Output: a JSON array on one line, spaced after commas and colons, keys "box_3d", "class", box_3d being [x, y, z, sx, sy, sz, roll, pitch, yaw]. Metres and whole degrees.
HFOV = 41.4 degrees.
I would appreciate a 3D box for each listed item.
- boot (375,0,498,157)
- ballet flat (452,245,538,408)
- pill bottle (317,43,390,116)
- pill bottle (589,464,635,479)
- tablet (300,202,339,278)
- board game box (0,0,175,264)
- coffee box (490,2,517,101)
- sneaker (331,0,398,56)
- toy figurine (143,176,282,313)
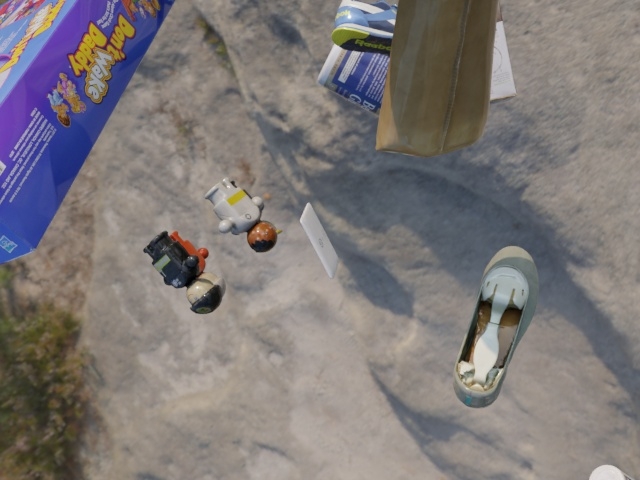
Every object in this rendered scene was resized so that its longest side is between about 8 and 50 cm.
[{"box_3d": [0.079, -0.192, 0.751, 0.089, 0.236, 0.269, 50, 146, 42], "class": "boot"}, {"box_3d": [0.211, 0.094, 0.999, 0.072, 0.213, 0.068, 16, 160, 16], "class": "ballet flat"}, {"box_3d": [0.089, -0.215, 1.148, 0.169, 0.094, 0.094, 28, 125, -3], "class": "pill bottle"}, {"box_3d": [0.537, 0.451, 1.519, 0.067, 0.067, 0.120, -20, 140, 36], "class": "pill bottle"}, {"box_3d": [0.000, 0.000, 1.002, 0.006, 0.054, 0.083, -21, 110, 19], "class": "tablet"}, {"box_3d": [-0.280, -0.106, 0.723, 0.233, 0.347, 0.078, -18, 128, 28], "class": "board game box"}, {"box_3d": [0.291, -0.376, 1.582, 0.098, 0.141, 0.246, -11, 93, 9], "class": "coffee box"}, {"box_3d": [0.084, -0.245, 0.976, 0.053, 0.144, 0.059, 141, 135, -61], "class": "sneaker"}, {"box_3d": [-0.168, 0.010, 1.403, 0.209, 0.213, 0.148, -41, 92, -4], "class": "toy figurine"}]
